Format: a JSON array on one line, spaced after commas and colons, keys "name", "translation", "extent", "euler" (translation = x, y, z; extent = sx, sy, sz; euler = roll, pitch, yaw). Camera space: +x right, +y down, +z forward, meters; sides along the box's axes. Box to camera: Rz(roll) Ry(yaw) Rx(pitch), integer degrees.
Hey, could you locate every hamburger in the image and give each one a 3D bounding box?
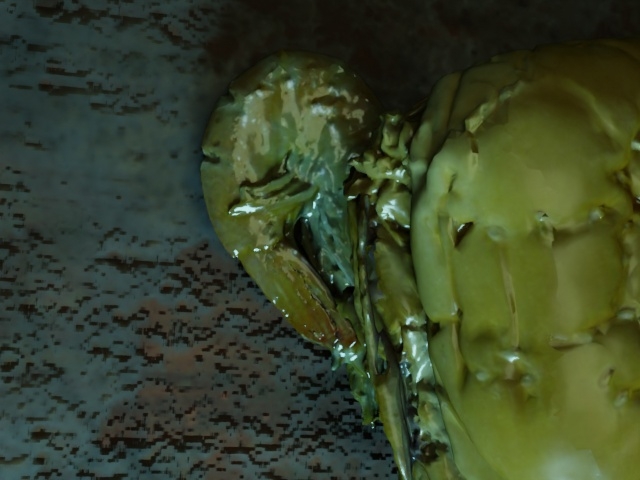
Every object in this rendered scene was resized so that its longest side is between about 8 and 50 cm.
[{"name": "hamburger", "translation": [0.157, 0.040, 0.662], "extent": [0.318, 0.158, 0.319], "euler": [5, 79, -29]}]

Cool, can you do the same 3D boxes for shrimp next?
[{"name": "shrimp", "translation": [-0.001, 0.000, 0.699], "extent": [0.115, 0.051, 0.217], "euler": [-15, 91, -10]}]
